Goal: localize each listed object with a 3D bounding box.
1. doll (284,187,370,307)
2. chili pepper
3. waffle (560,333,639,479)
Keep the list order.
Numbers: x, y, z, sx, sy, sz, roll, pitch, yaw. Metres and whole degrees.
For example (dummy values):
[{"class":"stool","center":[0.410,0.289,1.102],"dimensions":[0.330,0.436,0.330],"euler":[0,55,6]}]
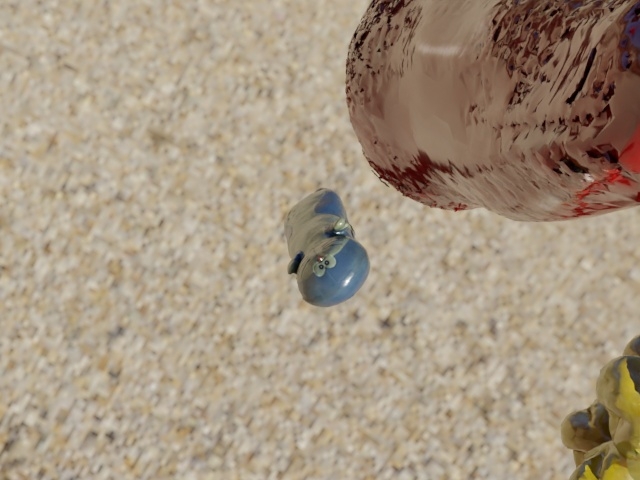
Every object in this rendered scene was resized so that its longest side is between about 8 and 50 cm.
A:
[{"class":"doll","center":[0.000,0.000,0.764],"dimensions":[0.027,0.037,0.125],"euler":[47,7,-20]},{"class":"chili pepper","center":[0.075,-0.056,0.568],"dimensions":[0.110,0.110,0.387],"euler":[26,2,-12]},{"class":"waffle","center":[0.268,0.162,0.750],"dimensions":[0.324,0.261,0.151],"euler":[55,24,6]}]
